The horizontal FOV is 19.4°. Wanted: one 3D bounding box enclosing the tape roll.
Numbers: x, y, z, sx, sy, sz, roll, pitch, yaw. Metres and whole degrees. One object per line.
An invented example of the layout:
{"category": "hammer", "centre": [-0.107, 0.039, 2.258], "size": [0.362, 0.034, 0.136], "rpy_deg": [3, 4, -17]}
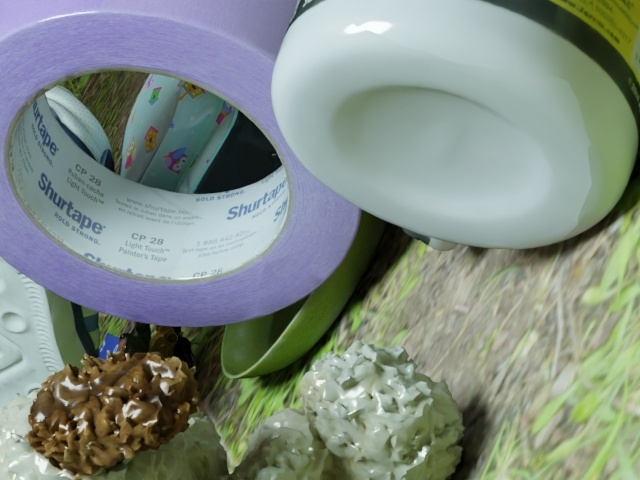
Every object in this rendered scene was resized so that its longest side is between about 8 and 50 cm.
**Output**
{"category": "tape roll", "centre": [-0.103, -0.067, 1.218], "size": [0.275, 0.275, 0.090], "rpy_deg": [-50, 19, 42]}

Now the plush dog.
{"category": "plush dog", "centre": [-0.082, 0.156, 0.973], "size": [0.262, 0.225, 0.210], "rpy_deg": [-46, 21, 49]}

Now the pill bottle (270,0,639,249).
{"category": "pill bottle", "centre": [0.108, -0.178, 1.001], "size": [0.188, 0.188, 0.334], "rpy_deg": [-40, 26, 57]}

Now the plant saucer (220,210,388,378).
{"category": "plant saucer", "centre": [0.000, 0.000, 1.374], "size": [0.241, 0.037, 0.241], "rpy_deg": [-56, 16, 25]}

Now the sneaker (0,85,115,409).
{"category": "sneaker", "centre": [-0.212, 0.035, 1.479], "size": [0.236, 0.130, 0.323], "rpy_deg": [-75, -12, -48]}

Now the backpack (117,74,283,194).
{"category": "backpack", "centre": [-0.073, -0.077, 1.415], "size": [0.188, 0.144, 0.166], "rpy_deg": [-78, 15, -58]}

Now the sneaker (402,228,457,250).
{"category": "sneaker", "centre": [0.090, -0.119, 1.152], "size": [0.118, 0.110, 0.292], "rpy_deg": [-38, 27, 40]}

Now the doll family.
{"category": "doll family", "centre": [-0.158, 0.114, 1.660], "size": [0.193, 0.076, 0.111], "rpy_deg": [135, 153, -59]}

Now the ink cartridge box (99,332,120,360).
{"category": "ink cartridge box", "centre": [-0.225, 0.194, 1.805], "size": [0.207, 0.046, 0.097], "rpy_deg": [-64, 15, -6]}
